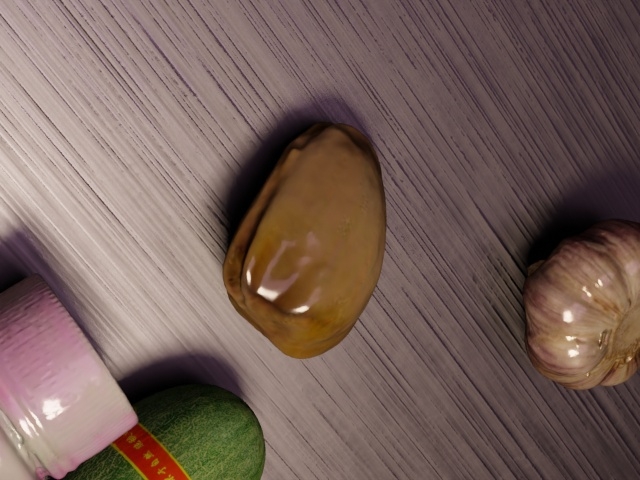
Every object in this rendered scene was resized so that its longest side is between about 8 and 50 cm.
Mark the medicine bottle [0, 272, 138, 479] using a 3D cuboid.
[{"bbox_3d":[-0.396,0.216,1.311,0.388,0.219,0.219,-33,114,-12],"label":"medicine bottle"}]

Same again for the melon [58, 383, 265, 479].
[{"bbox_3d":[-0.187,0.277,1.433,0.287,0.182,0.182,-42,116,-25],"label":"melon"}]

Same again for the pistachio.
[{"bbox_3d":[0.000,0.000,1.476,0.260,0.163,0.213,-60,138,-15],"label":"pistachio"}]

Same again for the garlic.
[{"bbox_3d":[0.346,0.075,1.647,0.245,0.160,0.245,-22,129,-30],"label":"garlic"}]
